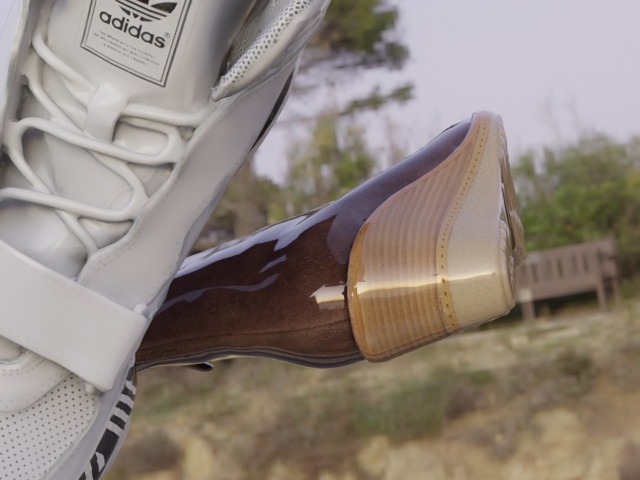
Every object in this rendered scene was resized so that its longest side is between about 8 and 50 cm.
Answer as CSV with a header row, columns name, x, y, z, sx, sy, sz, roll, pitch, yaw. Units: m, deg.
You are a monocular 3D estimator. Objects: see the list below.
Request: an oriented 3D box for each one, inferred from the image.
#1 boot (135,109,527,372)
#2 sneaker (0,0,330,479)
name,x,y,z,sx,sy,sz,roll,pitch,yaw
boot,0.000,0.000,0.873,0.207,0.090,0.248,-9,16,11
sneaker,-0.104,-0.028,0.658,0.137,0.366,0.210,27,-27,1
